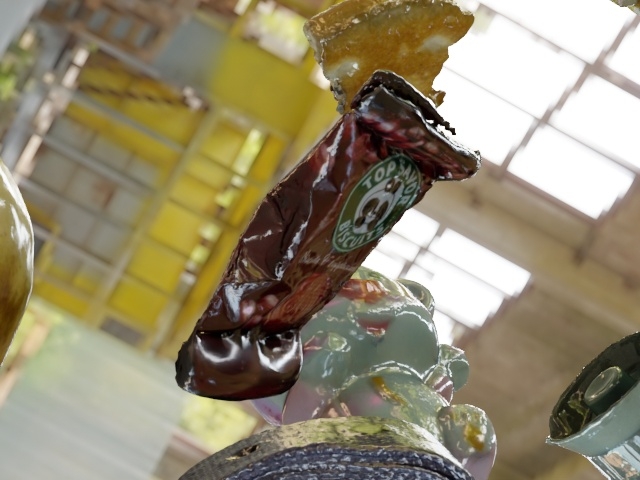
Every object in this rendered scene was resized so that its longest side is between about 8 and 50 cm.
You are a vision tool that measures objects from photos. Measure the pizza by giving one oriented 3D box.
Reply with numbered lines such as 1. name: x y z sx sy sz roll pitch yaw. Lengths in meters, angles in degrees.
1. pizza: 0.052 -0.144 1.735 0.154 0.069 0.194 -20 140 -22

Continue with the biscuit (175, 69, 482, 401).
1. biscuit: 0.002 0.002 1.271 0.235 0.063 0.151 -51 158 9

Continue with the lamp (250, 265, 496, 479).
1. lamp: 0.038 0.170 1.981 0.247 0.247 0.301 101 -28 -44

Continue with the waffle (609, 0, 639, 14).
1. waffle: 0.318 -0.273 1.361 0.329 0.062 0.329 -26 138 -26

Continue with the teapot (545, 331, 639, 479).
1. teapot: 0.329 0.189 1.712 0.203 0.225 0.171 -38 -166 37

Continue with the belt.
1. belt: 0.002 0.206 1.414 0.126 0.230 0.139 -151 -127 -79

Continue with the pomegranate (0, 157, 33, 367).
1. pomegranate: -0.398 0.015 1.569 0.332 0.332 0.332 -61 -175 9
